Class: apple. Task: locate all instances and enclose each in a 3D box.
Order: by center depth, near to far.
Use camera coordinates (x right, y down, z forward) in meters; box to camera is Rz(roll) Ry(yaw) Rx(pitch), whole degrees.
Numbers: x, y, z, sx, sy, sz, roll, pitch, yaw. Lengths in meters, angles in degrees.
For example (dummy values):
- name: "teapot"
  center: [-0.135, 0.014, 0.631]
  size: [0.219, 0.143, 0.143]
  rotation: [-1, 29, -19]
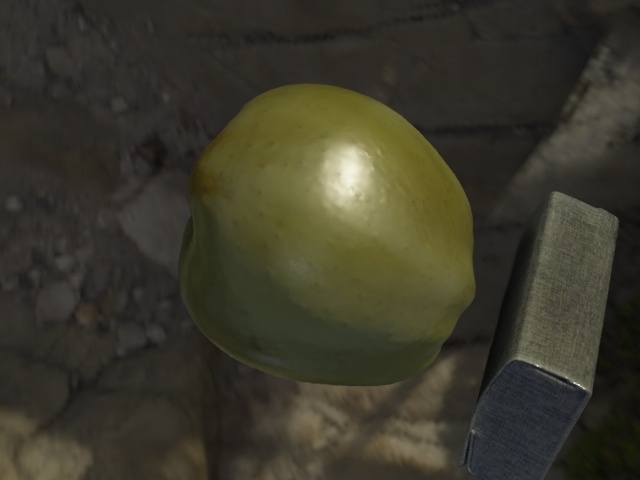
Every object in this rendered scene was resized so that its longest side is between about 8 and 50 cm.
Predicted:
- name: "apple"
  center: [0.000, 0.000, 1.246]
  size: [0.200, 0.200, 0.200]
  rotation: [-2, 103, -8]

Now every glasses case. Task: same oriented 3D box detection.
- name: "glasses case"
  center: [0.112, 0.046, 1.008]
  size: [0.047, 0.205, 0.071]
  rotation: [25, 117, 0]
